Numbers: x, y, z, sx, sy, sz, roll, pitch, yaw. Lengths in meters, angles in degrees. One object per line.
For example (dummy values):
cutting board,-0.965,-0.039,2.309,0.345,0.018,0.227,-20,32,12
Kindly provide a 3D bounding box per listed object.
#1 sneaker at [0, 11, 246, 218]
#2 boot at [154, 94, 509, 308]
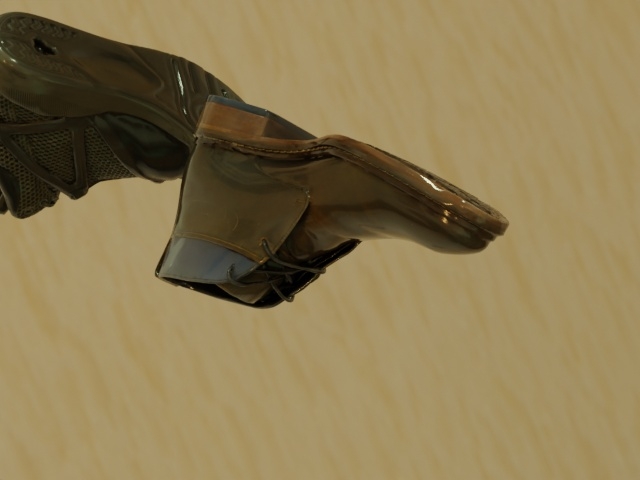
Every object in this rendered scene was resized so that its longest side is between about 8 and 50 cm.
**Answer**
sneaker,-0.147,-0.068,1.260,0.228,0.087,0.130,14,-46,-31
boot,0.000,0.000,0.950,0.082,0.106,0.219,25,-3,-43
